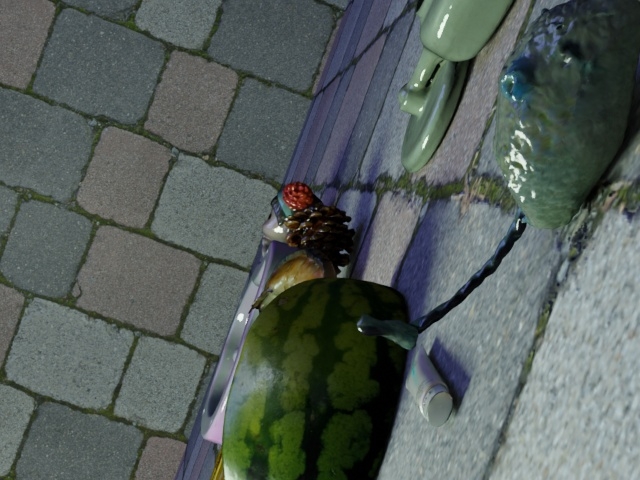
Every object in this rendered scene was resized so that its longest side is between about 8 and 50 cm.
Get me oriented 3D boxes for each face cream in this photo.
[{"bbox_3d":[0.077,0.106,0.643,0.115,0.020,0.038,-119,49,-82],"label":"face cream"}]

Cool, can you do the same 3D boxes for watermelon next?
[{"bbox_3d":[0.019,0.145,0.777,0.128,0.159,0.303,-6,58,39],"label":"watermelon"}]

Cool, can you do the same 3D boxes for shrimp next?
[{"bbox_3d":[-0.051,0.145,1.150,0.222,0.054,0.290,27,104,62],"label":"shrimp"}]

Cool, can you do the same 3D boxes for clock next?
[{"bbox_3d":[-0.090,0.174,1.378,0.338,0.102,0.338,-160,90,-82],"label":"clock"}]

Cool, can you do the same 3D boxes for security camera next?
[{"bbox_3d":[0.127,-0.207,0.917,0.157,0.080,0.301,-79,9,-49],"label":"security camera"}]

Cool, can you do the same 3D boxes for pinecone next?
[{"bbox_3d":[0.001,-0.003,1.200,0.109,0.102,0.102,-108,35,-49],"label":"pinecone"}]

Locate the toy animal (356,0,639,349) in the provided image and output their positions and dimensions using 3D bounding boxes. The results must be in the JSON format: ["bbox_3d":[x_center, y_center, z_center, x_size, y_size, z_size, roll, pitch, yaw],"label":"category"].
[{"bbox_3d":[0.113,-0.032,0.516,0.070,0.079,0.253,-41,-19,-57],"label":"toy animal"}]

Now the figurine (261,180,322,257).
[{"bbox_3d":[-0.059,0.018,1.574,0.138,0.110,0.245,-167,93,-81],"label":"figurine"}]

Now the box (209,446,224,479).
[{"bbox_3d":[-0.152,0.411,1.422,0.269,0.043,0.152,160,130,-80],"label":"box"}]
